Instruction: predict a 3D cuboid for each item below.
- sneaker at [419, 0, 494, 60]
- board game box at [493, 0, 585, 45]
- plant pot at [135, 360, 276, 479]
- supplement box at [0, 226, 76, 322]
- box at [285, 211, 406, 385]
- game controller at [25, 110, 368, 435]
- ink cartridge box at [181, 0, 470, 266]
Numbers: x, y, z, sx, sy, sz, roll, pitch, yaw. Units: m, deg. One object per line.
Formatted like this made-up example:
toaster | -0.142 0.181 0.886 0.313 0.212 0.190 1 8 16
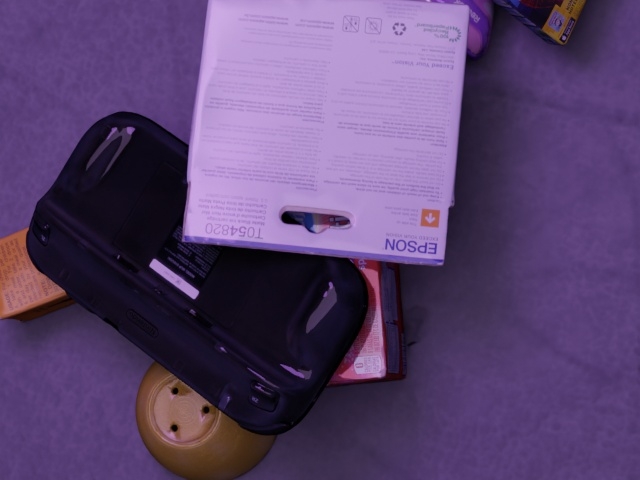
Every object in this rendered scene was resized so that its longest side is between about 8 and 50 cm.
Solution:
sneaker | 0.050 -0.194 1.684 0.236 0.095 0.105 -5 92 9
board game box | 0.167 -0.297 1.611 0.194 0.060 0.194 32 79 -31
plant pot | -0.110 0.150 1.679 0.134 0.095 0.134 -1 84 11
supplement box | -0.190 0.001 1.716 0.233 0.078 0.080 -24 81 7
box | 0.000 0.000 1.655 0.122 0.128 0.257 -5 85 10
game controller | -0.109 0.022 1.600 0.319 0.067 0.166 35 88 24
ink cartridge box | 0.005 -0.094 1.566 0.223 0.045 0.224 6 80 3
